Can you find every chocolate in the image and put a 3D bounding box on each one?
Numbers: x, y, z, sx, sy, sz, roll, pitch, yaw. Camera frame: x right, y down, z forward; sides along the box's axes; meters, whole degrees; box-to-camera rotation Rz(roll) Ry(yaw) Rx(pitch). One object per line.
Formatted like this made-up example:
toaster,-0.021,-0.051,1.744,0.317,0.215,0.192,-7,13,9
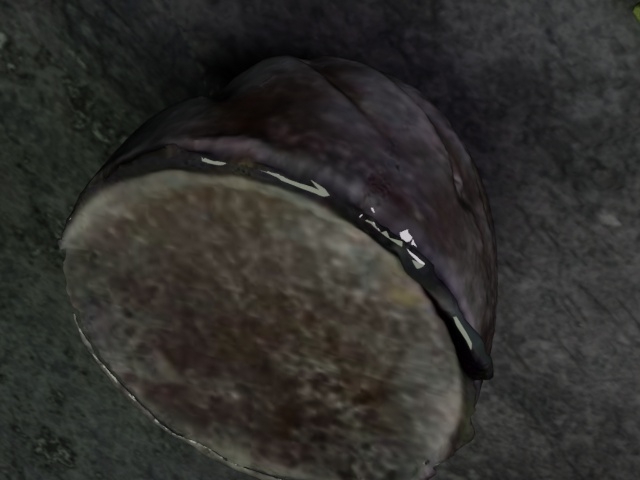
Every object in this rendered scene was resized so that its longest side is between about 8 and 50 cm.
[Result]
chocolate,0.000,0.000,1.188,0.303,0.213,0.303,16,136,15

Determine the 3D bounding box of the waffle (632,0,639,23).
waffle,0.274,-0.169,1.015,0.208,0.054,0.214,40,135,-23
